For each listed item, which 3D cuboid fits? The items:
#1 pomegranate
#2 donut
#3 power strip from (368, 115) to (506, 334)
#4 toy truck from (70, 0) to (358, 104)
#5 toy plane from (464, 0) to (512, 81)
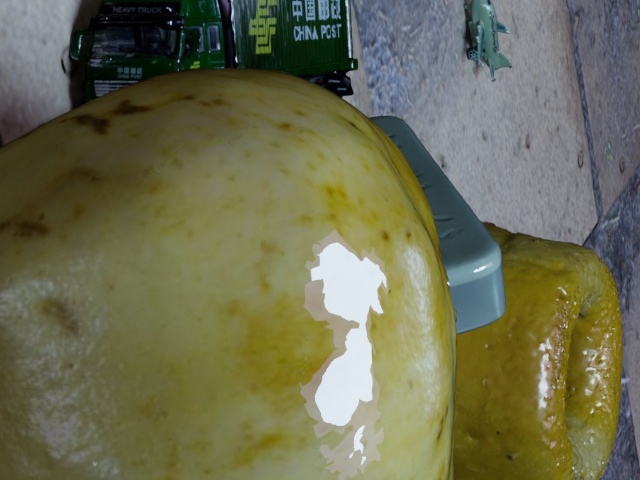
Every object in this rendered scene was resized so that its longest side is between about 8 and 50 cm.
[{"bbox_3d":[-0.080,0.063,1.017,0.332,0.332,0.333,-1,91,-64],"label":"pomegranate"},{"bbox_3d":[0.204,0.122,1.807,0.277,0.108,0.278,1,90,-64],"label":"donut"},{"bbox_3d":[0.000,-0.001,1.306,0.265,0.193,0.059,-120,-164,-62],"label":"power strip"},{"bbox_3d":[-0.062,-0.124,1.289,0.259,0.088,0.121,-17,107,-64],"label":"toy truck"},{"bbox_3d":[0.151,-0.189,1.783,0.080,0.033,0.083,-50,126,-52],"label":"toy plane"}]
